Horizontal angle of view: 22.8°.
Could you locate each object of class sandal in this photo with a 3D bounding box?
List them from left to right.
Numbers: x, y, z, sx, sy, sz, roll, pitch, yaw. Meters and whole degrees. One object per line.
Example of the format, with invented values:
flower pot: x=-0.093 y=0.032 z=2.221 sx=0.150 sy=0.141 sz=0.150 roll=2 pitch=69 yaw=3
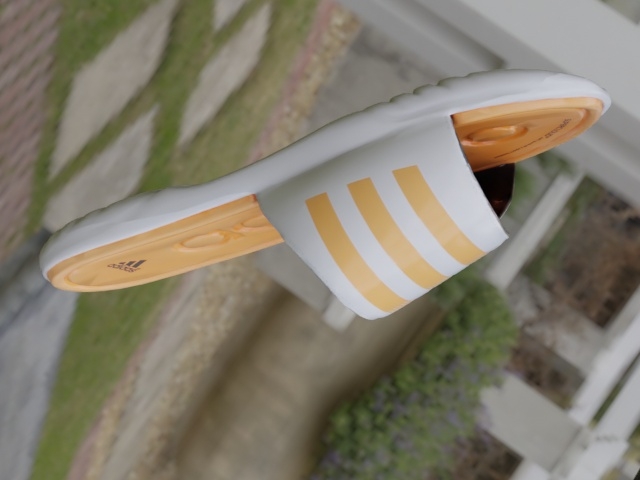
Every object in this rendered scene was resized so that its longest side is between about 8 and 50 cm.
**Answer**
sandal: x=0.004 y=0.001 z=0.671 sx=0.265 sy=0.076 sz=0.102 roll=-19 pitch=166 yaw=24

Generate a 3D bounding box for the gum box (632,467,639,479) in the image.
gum box: x=0.232 y=0.067 z=0.633 sx=0.157 sy=0.184 sz=0.041 roll=-67 pitch=-150 yaw=24
